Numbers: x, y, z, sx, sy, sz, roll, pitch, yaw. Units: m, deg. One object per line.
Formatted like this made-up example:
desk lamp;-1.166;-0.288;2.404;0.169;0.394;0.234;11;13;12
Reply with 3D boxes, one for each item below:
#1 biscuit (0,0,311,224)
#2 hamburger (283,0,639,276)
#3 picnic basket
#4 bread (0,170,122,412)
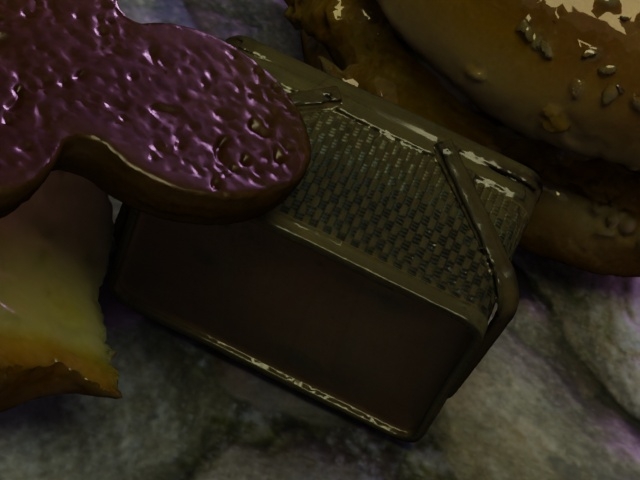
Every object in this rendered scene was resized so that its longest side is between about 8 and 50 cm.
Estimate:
biscuit;-0.211;-0.114;1.150;0.432;0.064;0.283;23;41;-13
hamburger;0.111;-0.188;1.413;0.287;0.268;0.445;-10;60;-20
picnic basket;0.000;0.000;1.291;0.266;0.165;0.139;25;52;1
bread;-0.295;-0.046;1.154;0.315;0.279;0.248;-6;48;2
